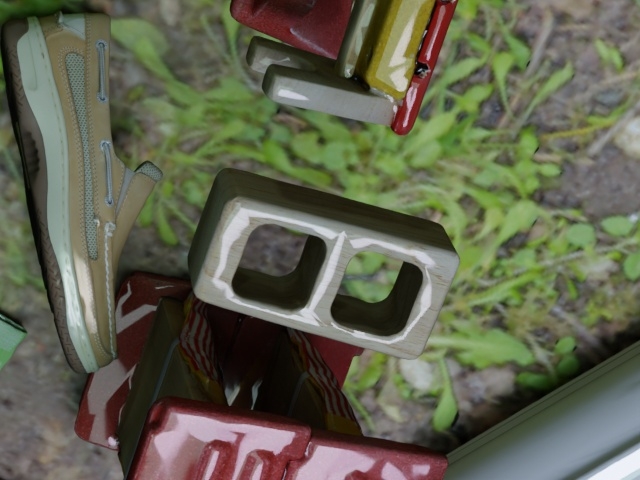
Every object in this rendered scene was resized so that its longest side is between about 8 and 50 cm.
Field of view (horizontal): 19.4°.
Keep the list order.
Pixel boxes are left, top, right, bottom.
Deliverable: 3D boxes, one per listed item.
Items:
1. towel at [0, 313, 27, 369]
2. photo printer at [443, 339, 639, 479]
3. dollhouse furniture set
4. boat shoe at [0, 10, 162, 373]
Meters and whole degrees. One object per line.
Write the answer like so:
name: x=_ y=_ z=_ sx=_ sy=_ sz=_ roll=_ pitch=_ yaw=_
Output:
towel: x=-0.257 y=0.054 z=1.054 sx=0.152 sy=0.023 sz=0.113 roll=32 pitch=110 yaw=-24
photo printer: x=0.230 y=0.178 z=1.144 sx=0.307 sy=0.107 sz=0.256 roll=-32 pitch=117 yaw=7
dollhouse furniture set: x=0.000 y=0.000 z=0.974 sx=0.152 sy=0.201 sz=0.374 roll=15 pitch=107 yaw=-16
boat shoe: x=-0.117 y=-0.026 z=0.984 sx=0.072 sy=0.068 sz=0.190 roll=-10 pitch=98 yaw=-13
